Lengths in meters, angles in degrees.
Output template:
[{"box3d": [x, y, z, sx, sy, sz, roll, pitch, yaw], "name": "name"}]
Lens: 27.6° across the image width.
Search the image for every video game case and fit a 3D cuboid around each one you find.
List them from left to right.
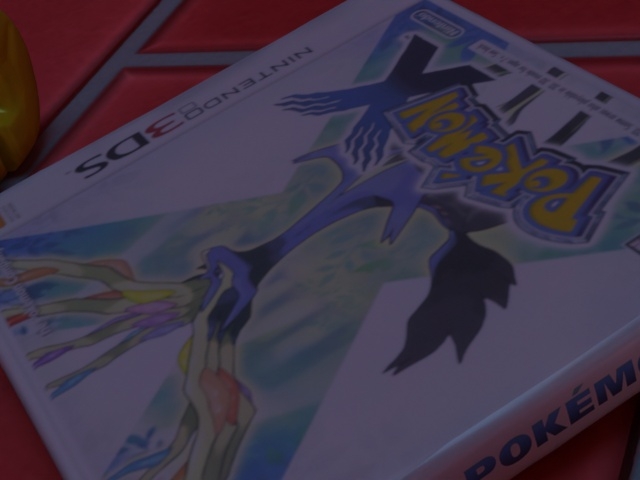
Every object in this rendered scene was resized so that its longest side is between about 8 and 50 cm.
[{"box3d": [0.000, 0.000, 0.590, 0.300, 0.036, 0.329, -31, 37, -13], "name": "video game case"}]

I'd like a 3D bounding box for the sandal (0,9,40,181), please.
[{"box3d": [-0.276, -0.018, 0.685, 0.138, 0.126, 0.317, -3, 28, 24], "name": "sandal"}]
